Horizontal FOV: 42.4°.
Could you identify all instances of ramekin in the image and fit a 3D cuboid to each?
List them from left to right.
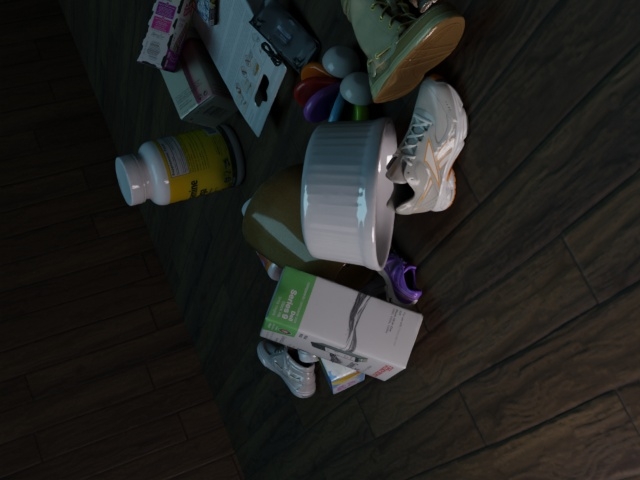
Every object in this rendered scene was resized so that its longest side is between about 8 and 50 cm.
[{"bbox_3d":[0.055,-0.087,1.490,0.277,0.135,0.277,4,-90,-79],"label":"ramekin"}]

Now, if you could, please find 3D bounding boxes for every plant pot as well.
[{"bbox_3d":[0.000,0.000,1.772,0.254,0.237,0.237,44,145,35],"label":"plant pot"}]

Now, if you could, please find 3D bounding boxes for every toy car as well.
[{"bbox_3d":[0.022,-0.279,1.612,0.182,0.136,0.159,61,154,26],"label":"toy car"}]

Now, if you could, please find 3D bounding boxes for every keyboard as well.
[{"bbox_3d":[-0.083,-0.437,1.789,0.180,0.023,0.108,48,117,18],"label":"keyboard"}]

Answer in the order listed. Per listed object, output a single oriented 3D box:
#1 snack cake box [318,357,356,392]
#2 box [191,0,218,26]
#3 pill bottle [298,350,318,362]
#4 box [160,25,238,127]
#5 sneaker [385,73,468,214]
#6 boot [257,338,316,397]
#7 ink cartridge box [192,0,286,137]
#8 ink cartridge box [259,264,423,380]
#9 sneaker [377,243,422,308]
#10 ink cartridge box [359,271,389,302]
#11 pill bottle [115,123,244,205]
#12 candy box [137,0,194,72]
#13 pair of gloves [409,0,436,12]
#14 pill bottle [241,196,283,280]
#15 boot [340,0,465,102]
[{"bbox_3d":[0.036,0.258,1.918,0.264,0.089,0.152,82,163,-73],"label":"snack cake box"},{"bbox_3d":[-0.276,-0.595,1.972,0.094,0.027,0.137,52,151,30],"label":"box"},{"bbox_3d":[-0.035,0.227,2.144,0.094,0.094,0.169,25,129,60],"label":"pill bottle"},{"bbox_3d":[-0.326,-0.439,2.214,0.127,0.149,0.232,-32,73,26],"label":"box"},{"bbox_3d":[0.169,-0.149,1.394,0.099,0.121,0.262,44,144,47],"label":"sneaker"},{"bbox_3d":[-0.094,0.330,2.374,0.258,0.095,0.123,38,134,40],"label":"boot"},{"bbox_3d":[-0.175,-0.490,1.993,0.385,0.091,0.308,60,154,14],"label":"ink cartridge box"},{"bbox_3d":[0.036,0.171,1.663,0.211,0.289,0.121,113,177,-73],"label":"ink cartridge box"},{"bbox_3d":[0.158,0.053,1.658,0.071,0.068,0.169,-44,60,35],"label":"sneaker"},{"bbox_3d":[0.076,0.129,1.882,0.232,0.066,0.189,37,139,47],"label":"ink cartridge box"},{"bbox_3d":[-0.401,-0.208,2.354,0.188,0.334,0.187,47,146,46],"label":"pill bottle"},{"bbox_3d":[-0.377,-0.544,2.066,0.159,0.071,0.233,-81,9,-81],"label":"candy box"},{"bbox_3d":[0.135,-0.407,1.394,0.204,0.042,0.240,55,151,38],"label":"pair of gloves"},{"bbox_3d":[-0.120,-0.012,2.136,0.216,0.121,0.121,60,154,28],"label":"pill bottle"},{"bbox_3d":[0.118,-0.356,1.295,0.262,0.095,0.203,138,115,-69],"label":"boot"}]
